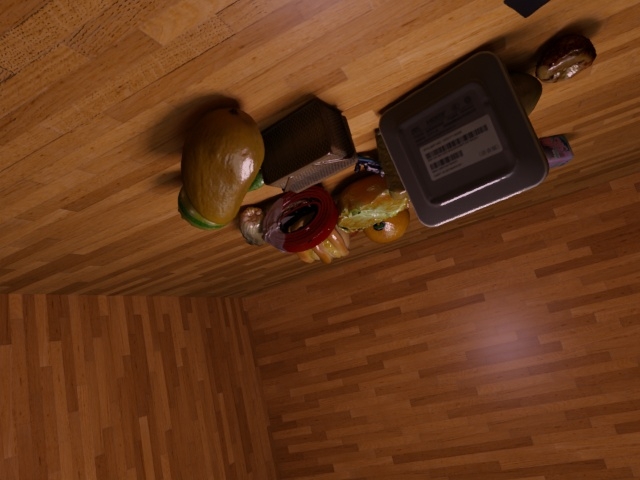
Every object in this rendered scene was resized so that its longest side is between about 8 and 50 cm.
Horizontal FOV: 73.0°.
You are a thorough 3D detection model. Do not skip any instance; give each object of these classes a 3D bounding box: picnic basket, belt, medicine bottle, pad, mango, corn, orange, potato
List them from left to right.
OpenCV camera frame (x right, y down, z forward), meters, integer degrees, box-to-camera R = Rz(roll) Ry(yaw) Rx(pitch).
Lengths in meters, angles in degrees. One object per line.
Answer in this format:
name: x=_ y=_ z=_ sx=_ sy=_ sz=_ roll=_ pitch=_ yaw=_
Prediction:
mango: x=-0.265 y=-0.193 z=1.125 sx=0.195 sy=0.142 sz=0.331 roll=22 pitch=122 yaw=-17
corn: x=-0.277 y=-0.052 z=1.855 sx=0.122 sy=0.123 sz=0.305 roll=28 pitch=167 yaw=7
belt: x=-0.084 y=-0.074 z=1.717 sx=0.324 sy=0.227 sz=0.115 roll=-34 pitch=162 yaw=5
picnic basket: x=-0.044 y=-0.254 z=1.216 sx=0.267 sy=0.165 sz=0.139 roll=-22 pitch=165 yaw=32
orange: x=0.195 y=-0.159 z=1.766 sx=0.263 sy=0.196 sz=0.335 roll=-23 pitch=176 yaw=-27
orange: x=0.306 y=-0.099 z=2.038 sx=0.236 sy=0.236 sz=0.236 roll=-13 pitch=166 yaw=-3
potato: x=0.505 y=-0.387 z=1.235 sx=0.252 sy=0.159 sz=0.174 roll=-14 pitch=145 yaw=-12
medicine bottle: x=0.948 y=-0.366 z=1.827 sx=0.188 sy=0.119 sz=0.094 roll=-12 pitch=164 yaw=-9
pad: x=0.498 y=-0.552 z=0.910 sx=0.116 sy=0.004 sz=0.193 roll=-1 pitch=162 yaw=-41

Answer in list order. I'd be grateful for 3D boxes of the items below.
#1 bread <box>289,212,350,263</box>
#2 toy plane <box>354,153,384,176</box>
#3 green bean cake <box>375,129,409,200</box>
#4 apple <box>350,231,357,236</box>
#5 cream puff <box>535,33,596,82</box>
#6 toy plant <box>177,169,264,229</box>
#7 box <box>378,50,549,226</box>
bread: x=0.000 y=0.000 z=1.941 sx=0.270 sy=0.211 sz=0.315 roll=11 pitch=164 yaw=18
toy plane: x=0.178 y=-0.269 z=1.531 sx=0.247 sy=0.078 sz=0.169 roll=-3 pitch=-161 yaw=-12
green bean cake: x=0.308 y=-0.261 z=1.391 sx=0.233 sy=0.236 sz=0.124 roll=-14 pitch=169 yaw=8
apple: x=0.127 y=-0.086 z=2.098 sx=0.147 sy=0.146 sz=0.131 roll=-11 pitch=165 yaw=-12
cream puff: x=0.645 y=-0.485 z=1.149 sx=0.149 sy=0.084 sz=0.149 roll=-9 pitch=165 yaw=-2
toy plant: x=-0.296 y=-0.173 z=1.313 sx=0.224 sy=0.184 sz=0.316 roll=16 pitch=141 yaw=-29
box: x=0.372 y=-0.261 z=1.179 sx=0.367 sy=0.372 sz=0.090 roll=-26 pitch=177 yaw=36
